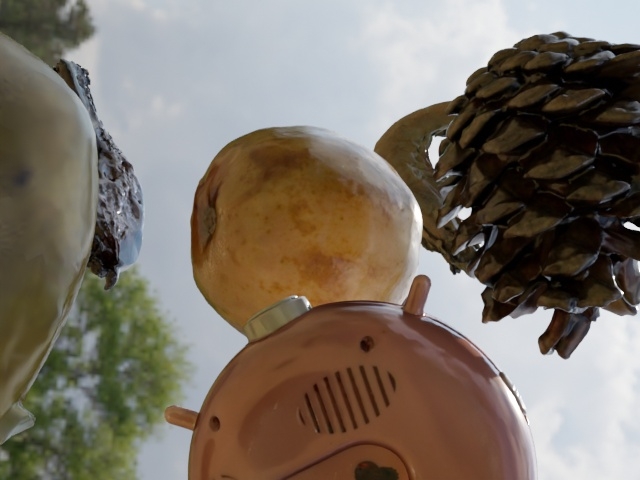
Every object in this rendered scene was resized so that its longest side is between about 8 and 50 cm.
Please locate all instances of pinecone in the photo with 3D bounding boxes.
[{"bbox_3d":[0.167,-0.035,0.844,0.184,0.179,0.205,89,-2,-60],"label":"pinecone"}]

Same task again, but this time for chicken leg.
[{"bbox_3d":[-0.214,-0.062,1.193,0.051,0.106,0.253,-26,-123,16],"label":"chicken leg"}]

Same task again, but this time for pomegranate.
[{"bbox_3d":[-0.013,-0.005,1.060,0.207,0.207,0.207,-172,-90,-71],"label":"pomegranate"}]

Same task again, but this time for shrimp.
[{"bbox_3d":[0.144,-0.056,1.277,0.219,0.152,0.046,61,1,35],"label":"shrimp"}]

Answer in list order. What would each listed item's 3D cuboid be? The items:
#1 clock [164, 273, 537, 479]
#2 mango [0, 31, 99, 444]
[{"bbox_3d":[0.022,0.149,0.788,0.241,0.227,0.142,63,12,2],"label":"clock"},{"bbox_3d":[-0.269,0.078,0.460,0.301,0.445,0.220,55,7,19],"label":"mango"}]
